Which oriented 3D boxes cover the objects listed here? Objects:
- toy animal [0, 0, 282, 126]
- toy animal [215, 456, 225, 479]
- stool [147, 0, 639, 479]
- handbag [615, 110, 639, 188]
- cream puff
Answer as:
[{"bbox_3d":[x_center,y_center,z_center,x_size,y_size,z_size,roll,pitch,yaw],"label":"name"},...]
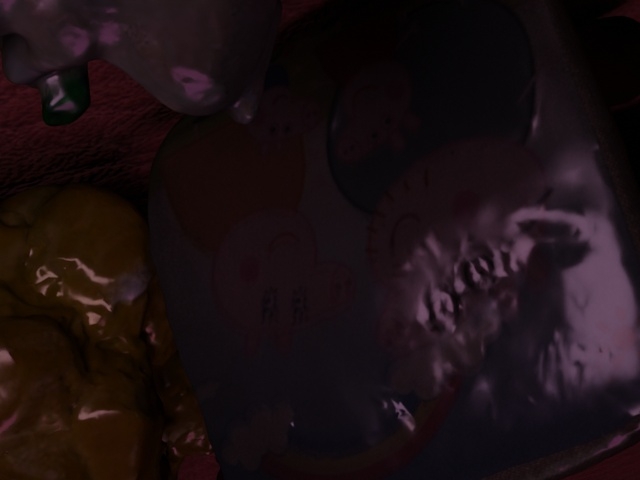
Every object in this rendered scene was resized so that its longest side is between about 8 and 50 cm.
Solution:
[{"bbox_3d":[-0.143,-0.133,0.811,0.251,0.127,0.125,13,160,-29],"label":"toy animal"},{"bbox_3d":[0.078,0.186,1.891,0.284,0.225,0.302,16,134,-23],"label":"toy animal"},{"bbox_3d":[0.089,0.019,1.091,0.310,0.310,0.226,-27,160,29],"label":"stool"},{"bbox_3d":[0.186,0.014,1.354,0.254,0.181,0.181,-11,162,-24],"label":"handbag"},{"bbox_3d":[-0.178,0.118,1.212,0.274,0.270,0.323,-9,161,-35],"label":"cream puff"}]
